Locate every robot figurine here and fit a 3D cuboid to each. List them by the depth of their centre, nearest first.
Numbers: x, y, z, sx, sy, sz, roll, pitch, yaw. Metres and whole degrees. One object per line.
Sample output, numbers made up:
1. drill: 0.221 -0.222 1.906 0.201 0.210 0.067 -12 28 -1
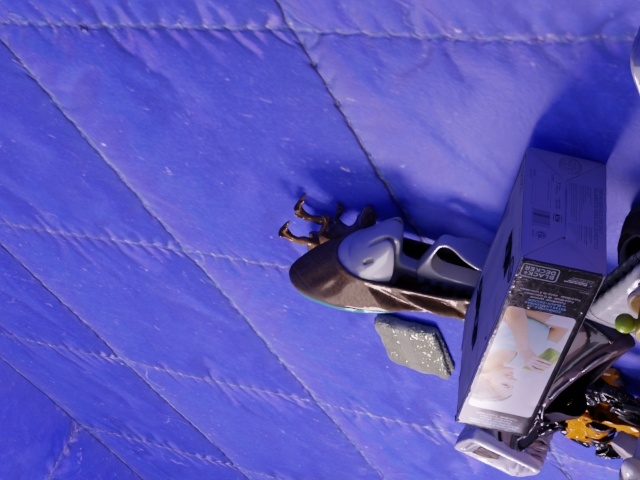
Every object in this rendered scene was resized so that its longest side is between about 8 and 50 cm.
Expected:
1. robot figurine: 0.457 0.253 1.701 0.291 0.085 0.211 16 153 19

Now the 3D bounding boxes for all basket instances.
1. basket: 0.280 0.283 1.871 0.113 0.103 0.167 25 166 2

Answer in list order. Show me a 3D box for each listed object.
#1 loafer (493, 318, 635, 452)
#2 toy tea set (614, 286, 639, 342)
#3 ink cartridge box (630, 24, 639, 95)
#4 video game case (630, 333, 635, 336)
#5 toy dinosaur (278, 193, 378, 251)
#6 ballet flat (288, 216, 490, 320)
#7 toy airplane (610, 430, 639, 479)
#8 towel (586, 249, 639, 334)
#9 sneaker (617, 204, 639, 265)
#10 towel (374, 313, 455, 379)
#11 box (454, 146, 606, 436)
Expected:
1. loafer: 0.305 0.189 1.589 0.095 0.109 0.303 44 141 24
2. toy tea set: 0.455 0.102 1.165 0.336 0.124 0.200 8 154 0
3. ink cartridge box: 0.385 -0.154 0.846 0.289 0.211 0.121 10 152 34
4. video game case: 0.489 0.118 1.484 0.227 0.026 0.206 32 154 -14
5. toy dinosaur: 0.000 0.000 1.673 0.112 0.064 0.211 32 155 -14
6. ballet flat: 0.129 0.036 1.554 0.342 0.116 0.124 13 140 10
7. toy airplane: 0.519 0.368 1.455 0.384 0.272 0.386 57 159 4
8. towel: 0.463 0.053 1.247 0.312 0.056 0.324 16 151 -9
9. sneaker: 0.374 -0.014 1.283 0.066 0.071 0.188 31 155 -10
10. towel: 0.142 0.162 1.891 0.110 0.027 0.148 13 152 24
11. box: 0.225 0.062 1.363 0.087 0.169 0.290 12 136 -1
